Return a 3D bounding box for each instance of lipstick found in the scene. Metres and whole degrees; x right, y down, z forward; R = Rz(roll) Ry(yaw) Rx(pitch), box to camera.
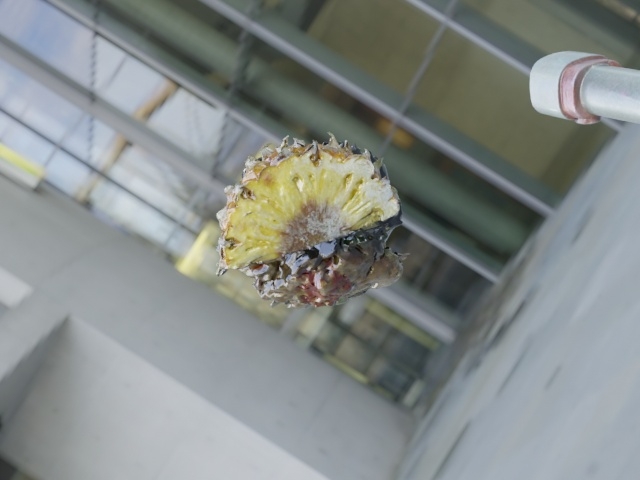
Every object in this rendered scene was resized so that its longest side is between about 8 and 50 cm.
[{"bbox_3d":[0.253,-0.116,1.205,0.063,0.186,0.057,-15,-70,-28],"label":"lipstick"}]

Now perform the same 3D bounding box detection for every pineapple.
[{"bbox_3d":[-0.032,-0.058,1.683,0.233,0.135,0.079,-22,15,-8],"label":"pineapple"}]

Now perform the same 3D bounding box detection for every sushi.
[{"bbox_3d":[0.000,0.004,1.969,0.238,0.225,0.218,-36,39,22],"label":"sushi"}]
